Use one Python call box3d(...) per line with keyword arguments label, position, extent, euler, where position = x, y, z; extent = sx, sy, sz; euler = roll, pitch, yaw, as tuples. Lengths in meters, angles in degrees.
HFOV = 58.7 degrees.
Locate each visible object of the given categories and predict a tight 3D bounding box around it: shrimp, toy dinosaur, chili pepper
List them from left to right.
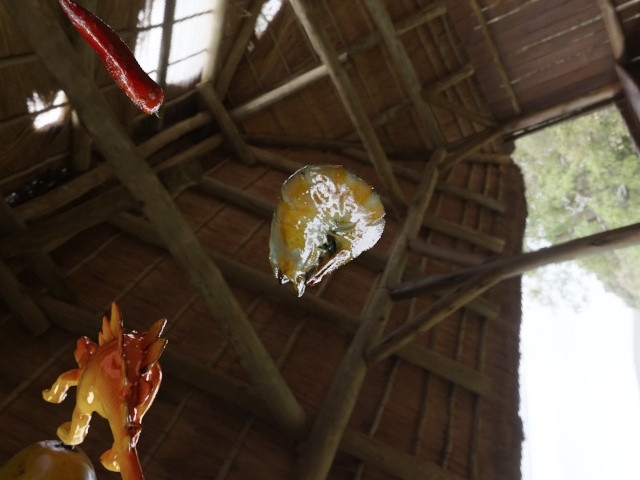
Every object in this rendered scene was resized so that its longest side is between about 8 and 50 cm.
box3d(label="chili pepper", position=(-0.228, -0.206, 0.634), extent=(0.178, 0.027, 0.045), euler=(53, -148, -38))
box3d(label="toy dinosaur", position=(-0.161, 0.112, 0.458), extent=(0.071, 0.288, 0.117), euler=(22, -93, -32))
box3d(label="shrimp", position=(0.000, 0.002, 0.627), extent=(0.217, 0.115, 0.051), euler=(110, 180, -47))

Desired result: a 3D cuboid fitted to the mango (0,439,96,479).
box3d(label="mango", position=(-0.260, 0.295, 0.467), extent=(0.113, 0.139, 0.253), euler=(29, -131, -27))
